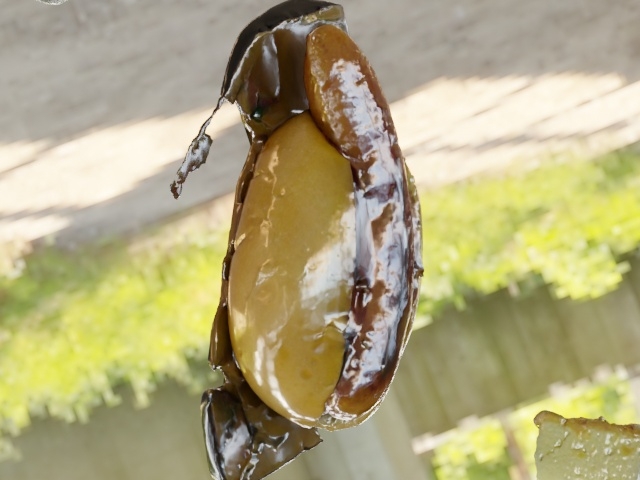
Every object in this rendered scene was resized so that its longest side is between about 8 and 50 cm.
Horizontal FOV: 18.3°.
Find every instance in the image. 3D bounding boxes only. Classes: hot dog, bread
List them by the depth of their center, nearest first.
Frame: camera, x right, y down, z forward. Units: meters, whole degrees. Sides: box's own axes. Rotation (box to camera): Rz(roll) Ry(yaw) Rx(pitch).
[{"bbox_3d":[0.004,0.002,1.346,0.107,0.326,0.194,3,-168,36],"label":"hot dog"},{"bbox_3d":[0.242,0.207,1.828,0.109,0.084,0.080,8,160,2],"label":"bread"}]

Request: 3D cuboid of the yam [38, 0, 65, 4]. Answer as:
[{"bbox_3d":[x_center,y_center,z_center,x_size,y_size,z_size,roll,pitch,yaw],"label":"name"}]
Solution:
[{"bbox_3d":[-0.161,-0.294,1.623,0.259,0.106,0.106,-37,166,25],"label":"yam"}]
